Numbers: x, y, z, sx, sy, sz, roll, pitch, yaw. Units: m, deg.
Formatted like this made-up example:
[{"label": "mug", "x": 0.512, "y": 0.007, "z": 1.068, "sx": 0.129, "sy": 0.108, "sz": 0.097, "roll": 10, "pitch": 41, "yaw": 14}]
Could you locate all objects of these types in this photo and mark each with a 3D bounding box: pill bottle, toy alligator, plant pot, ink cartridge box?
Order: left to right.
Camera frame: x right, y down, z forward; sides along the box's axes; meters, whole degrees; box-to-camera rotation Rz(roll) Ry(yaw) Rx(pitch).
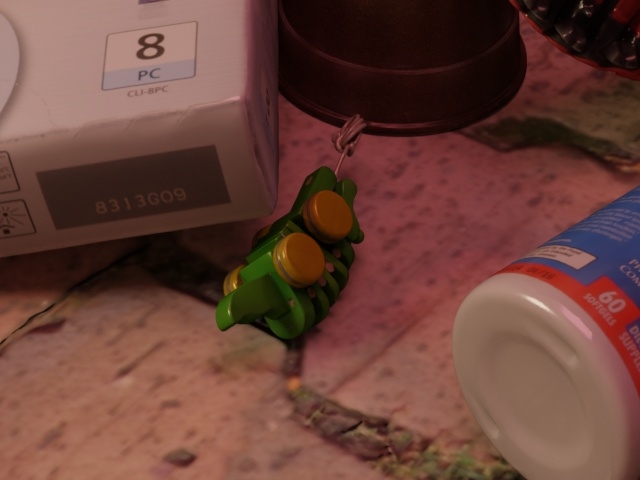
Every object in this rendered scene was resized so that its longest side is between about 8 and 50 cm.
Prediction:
[{"label": "ink cartridge box", "x": -0.182, "y": -0.143, "z": 1.176, "sx": 0.308, "sy": 0.091, "sz": 0.385, "roll": -9, "pitch": 42, "yaw": 7}, {"label": "toy alligator", "x": 0.000, "y": 0.000, "z": 1.093, "sx": 0.051, "sy": 0.056, "sz": 0.189, "roll": 47, "pitch": 43, "yaw": -13}, {"label": "plant pot", "x": 0.050, "y": -0.178, "z": 1.209, "sx": 0.167, "sy": 0.165, "sz": 0.167, "roll": 1, "pitch": 42, "yaw": -1}, {"label": "pill bottle", "x": 0.184, "y": 0.029, "z": 1.004, "sx": 0.221, "sy": 0.124, "sz": 0.124, "roll": -30, "pitch": 50, "yaw": -30}]

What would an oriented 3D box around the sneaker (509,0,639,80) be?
[{"label": "sneaker", "x": 0.197, "y": -0.148, "z": 1.175, "sx": 0.276, "sy": 0.097, "sz": 0.135, "roll": 27, "pitch": 23, "yaw": -21}]
